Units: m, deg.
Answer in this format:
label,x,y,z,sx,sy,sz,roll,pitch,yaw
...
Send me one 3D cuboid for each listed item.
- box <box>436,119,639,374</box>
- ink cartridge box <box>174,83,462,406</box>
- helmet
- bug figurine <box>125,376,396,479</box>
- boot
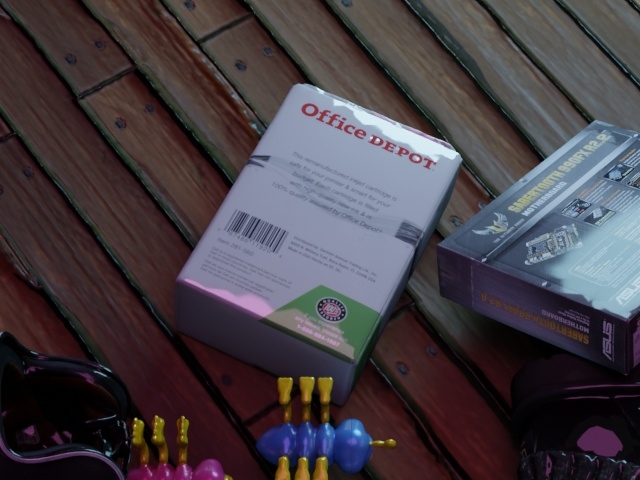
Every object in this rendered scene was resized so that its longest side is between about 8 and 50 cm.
label,x,y,z,sx,sy,sz,roll,pitch,yaw
box,0.235,-0.002,1.318,0.183,0.056,0.231,22,44,37
ink cartridge box,0.000,0.000,1.338,0.160,0.092,0.219,25,61,9
helmet,-0.225,0.155,1.184,0.162,0.169,0.169,17,59,-13
bug figurine,-0.058,0.240,1.208,0.216,0.072,0.279,4,64,4
boot,0.305,0.221,1.212,0.348,0.131,0.260,-3,53,6
